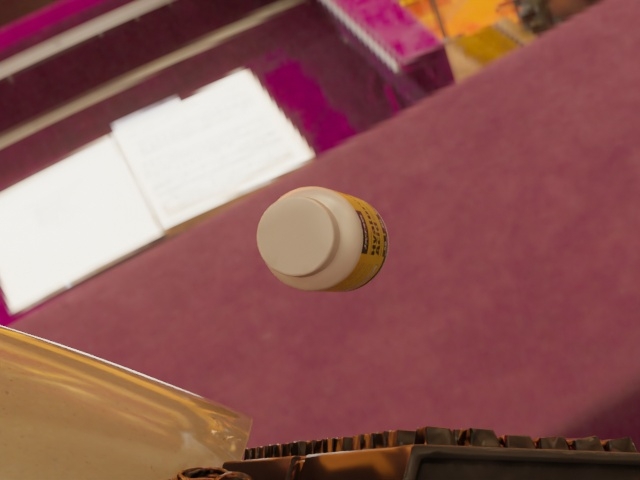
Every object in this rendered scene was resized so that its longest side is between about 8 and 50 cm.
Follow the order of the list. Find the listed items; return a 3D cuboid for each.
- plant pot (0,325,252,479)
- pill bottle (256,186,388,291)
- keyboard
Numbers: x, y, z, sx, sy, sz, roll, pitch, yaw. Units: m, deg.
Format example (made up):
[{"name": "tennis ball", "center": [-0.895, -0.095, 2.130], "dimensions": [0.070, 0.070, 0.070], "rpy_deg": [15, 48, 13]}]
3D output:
[{"name": "plant pot", "center": [-0.209, 0.122, 0.576], "dimensions": [0.274, 0.256, 0.256], "rpy_deg": [28, 46, -4]}, {"name": "pill bottle", "center": [0.000, 0.000, 0.870], "dimensions": [0.065, 0.065, 0.116], "rpy_deg": [-10, -4, 15]}, {"name": "keyboard", "center": [0.012, 0.069, 0.414], "dimensions": [0.108, 0.023, 0.180], "rpy_deg": [-1, -10, -18]}]
